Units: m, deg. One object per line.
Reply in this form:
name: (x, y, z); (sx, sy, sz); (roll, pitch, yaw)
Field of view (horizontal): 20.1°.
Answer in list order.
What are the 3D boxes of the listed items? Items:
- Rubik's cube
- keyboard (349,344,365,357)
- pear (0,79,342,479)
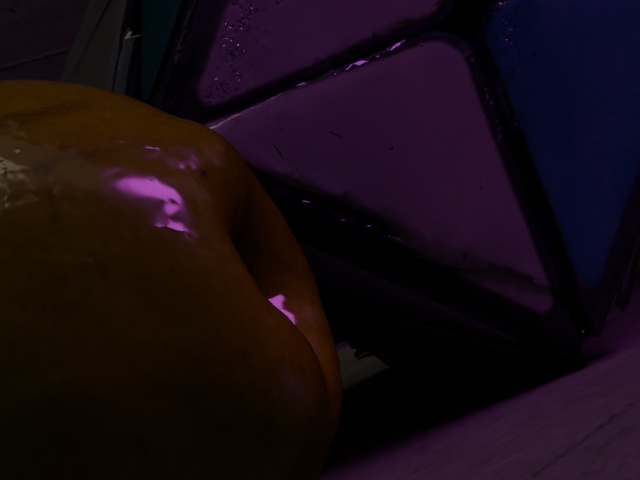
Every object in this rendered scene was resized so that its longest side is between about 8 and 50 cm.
Rubik's cube: (0.021, -0.115, 1.068); (0.307, 0.305, 0.310); (24, -11, -17)
keyboard: (0.091, 0.027, 1.387); (0.231, 0.023, 0.072); (-27, -27, -55)
pear: (-0.144, 0.071, 0.716); (0.307, 0.253, 0.253); (-32, 1, 14)
